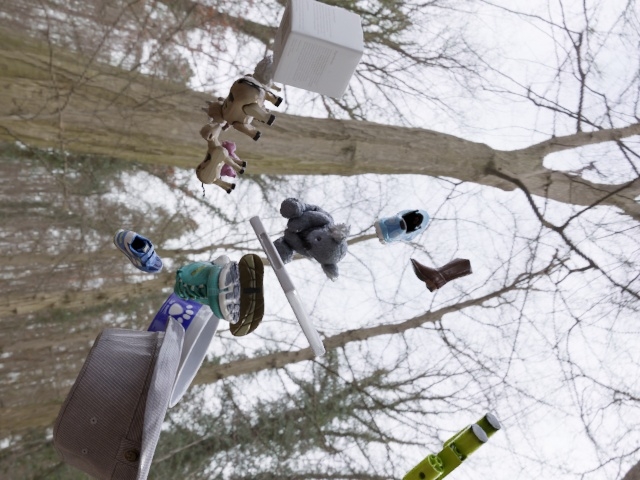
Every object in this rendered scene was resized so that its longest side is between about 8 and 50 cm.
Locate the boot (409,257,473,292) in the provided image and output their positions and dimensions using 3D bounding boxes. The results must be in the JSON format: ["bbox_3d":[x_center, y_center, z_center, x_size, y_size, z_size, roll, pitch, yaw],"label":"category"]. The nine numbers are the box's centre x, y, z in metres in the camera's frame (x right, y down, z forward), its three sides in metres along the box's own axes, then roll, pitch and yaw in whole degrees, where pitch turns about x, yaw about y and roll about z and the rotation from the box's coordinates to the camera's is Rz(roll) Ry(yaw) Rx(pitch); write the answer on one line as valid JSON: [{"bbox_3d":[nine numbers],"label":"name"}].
[{"bbox_3d":[0.270,0.057,1.167,0.106,0.114,0.037,57,-11,35],"label":"boot"}]

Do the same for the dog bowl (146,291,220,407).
[{"bbox_3d":[-0.331,0.244,1.217,0.104,0.265,0.265,24,-67,1],"label":"dog bowl"}]

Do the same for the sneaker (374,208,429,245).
[{"bbox_3d":[0.171,-0.029,0.988,0.073,0.162,0.064,-19,-89,38],"label":"sneaker"}]

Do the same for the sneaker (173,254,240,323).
[{"bbox_3d":[-0.202,0.086,0.920,0.275,0.109,0.107,-173,-99,-72],"label":"sneaker"}]

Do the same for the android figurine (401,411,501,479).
[{"bbox_3d":[0.256,0.465,1.099,0.056,0.248,0.273,51,-61,24],"label":"android figurine"}]

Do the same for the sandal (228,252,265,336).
[{"bbox_3d":[-0.152,0.111,1.081,0.049,0.072,0.180,-152,-113,-67],"label":"sandal"}]

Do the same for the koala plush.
[{"bbox_3d":[0.000,0.000,1.502,0.221,0.203,0.196,32,-68,48],"label":"koala plush"}]

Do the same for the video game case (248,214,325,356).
[{"bbox_3d":[-0.056,0.080,0.900,0.183,0.023,0.201,59,-8,42],"label":"video game case"}]

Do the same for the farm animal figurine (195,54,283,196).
[{"bbox_3d":[-0.243,-0.328,1.435,0.327,0.172,0.330,-43,-153,42],"label":"farm animal figurine"}]

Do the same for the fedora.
[{"bbox_3d":[-0.272,0.224,0.696,0.244,0.124,0.276,-101,-151,-60],"label":"fedora"}]

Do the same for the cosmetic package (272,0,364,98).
[{"bbox_3d":[-0.009,-0.465,1.262,0.151,0.183,0.151,124,-29,-51],"label":"cosmetic package"}]

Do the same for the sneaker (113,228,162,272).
[{"bbox_3d":[-0.406,0.029,1.194,0.059,0.144,0.053,-2,-125,30],"label":"sneaker"}]
